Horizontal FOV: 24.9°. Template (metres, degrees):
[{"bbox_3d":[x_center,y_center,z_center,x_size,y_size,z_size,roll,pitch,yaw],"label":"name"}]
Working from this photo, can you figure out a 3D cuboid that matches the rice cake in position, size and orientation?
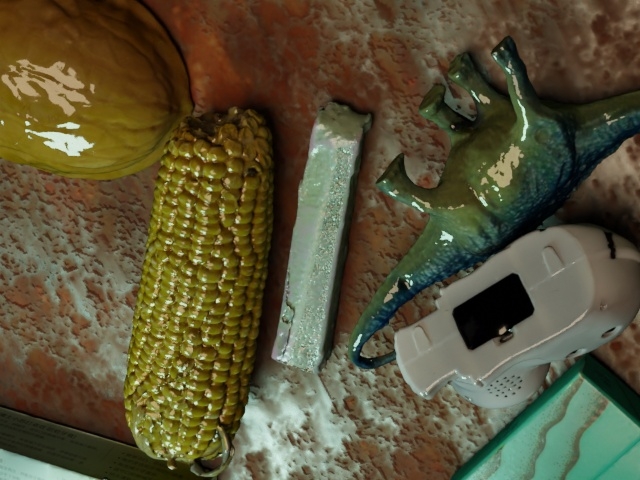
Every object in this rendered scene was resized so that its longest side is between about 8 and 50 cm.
[{"bbox_3d":[0.000,0.000,1.067,0.043,0.034,0.211,15,116,11],"label":"rice cake"}]

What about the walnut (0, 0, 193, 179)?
[{"bbox_3d":[-0.205,-0.119,1.065,0.211,0.087,0.167,17,112,13],"label":"walnut"}]

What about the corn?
[{"bbox_3d":[-0.091,0.039,1.080,0.106,0.106,0.293,15,116,14],"label":"corn"}]

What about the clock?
[{"bbox_3d":[0.150,0.056,1.000,0.176,0.117,0.080,-34,62,20],"label":"clock"}]

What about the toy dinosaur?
[{"bbox_3d":[0.119,-0.045,0.980,0.147,0.076,0.363,43,114,-15],"label":"toy dinosaur"}]

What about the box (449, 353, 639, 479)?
[{"bbox_3d":[0.224,0.211,1.066,0.226,0.042,0.161,42,118,-1],"label":"box"}]

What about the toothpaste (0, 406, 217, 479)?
[{"bbox_3d":[-0.244,0.199,1.222,0.312,0.071,0.089,14,118,15],"label":"toothpaste"}]
